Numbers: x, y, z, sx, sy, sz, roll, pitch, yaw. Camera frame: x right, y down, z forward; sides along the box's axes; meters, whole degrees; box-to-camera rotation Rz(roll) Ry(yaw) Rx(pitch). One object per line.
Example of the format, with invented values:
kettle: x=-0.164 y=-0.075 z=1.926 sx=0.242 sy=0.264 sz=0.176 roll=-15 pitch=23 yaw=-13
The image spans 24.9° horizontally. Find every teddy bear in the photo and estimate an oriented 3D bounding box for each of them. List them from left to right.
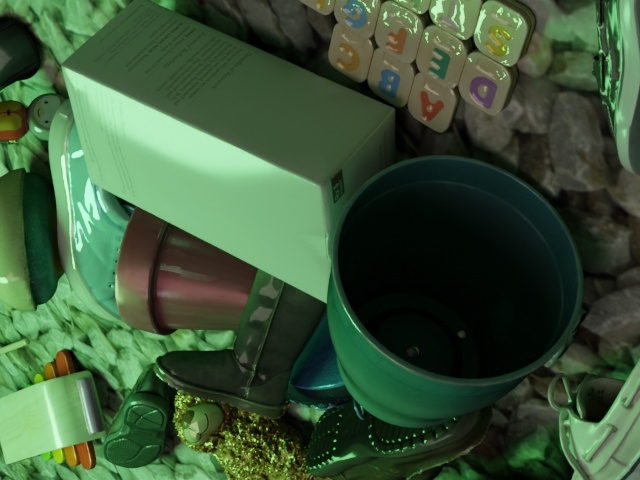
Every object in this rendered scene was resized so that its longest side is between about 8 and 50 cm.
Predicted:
teddy bear: x=-0.085 y=0.317 z=2.140 sx=0.338 sy=0.113 sz=0.245 roll=47 pitch=140 yaw=1

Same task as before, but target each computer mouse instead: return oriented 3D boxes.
computer mouse: x=-0.482 y=-0.217 z=2.102 sx=0.262 sy=0.060 sz=0.184 roll=-5 pitch=118 yaw=46

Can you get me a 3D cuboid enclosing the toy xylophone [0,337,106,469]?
toy xylophone: x=-0.486 y=0.281 z=2.500 sx=0.322 sy=0.081 sz=0.236 roll=-9 pitch=91 yaw=54

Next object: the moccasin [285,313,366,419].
moccasin: x=0.011 y=0.160 z=1.914 sx=0.117 sy=0.138 sz=0.342 roll=34 pitch=166 yaw=-21

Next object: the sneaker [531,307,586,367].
sneaker: x=0.261 y=0.097 z=1.678 sx=0.069 sy=0.038 sz=0.098 roll=36 pitch=131 yaw=17

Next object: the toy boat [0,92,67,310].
toy boat: x=-0.415 y=-0.057 z=2.086 sx=0.267 sy=0.148 sz=0.318 roll=-109 pitch=15 yaw=-61

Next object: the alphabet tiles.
alphabet tiles: x=0.093 y=-0.253 z=1.549 sx=0.284 sy=0.021 sz=0.278 roll=34 pitch=140 yaw=18

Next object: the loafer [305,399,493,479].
loafer: x=0.120 y=0.249 z=1.895 sx=0.130 sy=0.134 sz=0.366 roll=26 pitch=155 yaw=-21

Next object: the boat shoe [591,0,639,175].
boat shoe: x=0.293 y=-0.171 z=1.387 sx=0.076 sy=0.080 sz=0.228 roll=34 pitch=147 yaw=45

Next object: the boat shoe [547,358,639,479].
boat shoe: x=0.326 y=0.201 z=1.623 sx=0.156 sy=0.136 sz=0.367 roll=38 pitch=139 yaw=12

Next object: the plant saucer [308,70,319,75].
plant saucer: x=-0.073 y=-0.193 z=1.764 sx=0.192 sy=0.018 sz=0.067 roll=16 pitch=132 yaw=33

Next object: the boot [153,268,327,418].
boot: x=-0.091 y=0.101 z=1.797 sx=0.189 sy=0.076 sz=0.208 roll=16 pitch=111 yaw=-9

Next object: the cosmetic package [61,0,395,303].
cosmetic package: x=-0.104 y=-0.110 z=1.730 sx=0.385 sy=0.156 sz=0.217 roll=26 pitch=146 yaw=22

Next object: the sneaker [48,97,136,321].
sneaker: x=-0.277 y=-0.020 z=2.015 sx=0.150 sy=0.135 sz=0.366 roll=21 pitch=136 yaw=33

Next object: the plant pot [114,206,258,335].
plant pot: x=-0.147 y=0.037 z=1.909 sx=0.180 sy=0.201 sz=0.201 roll=13 pitch=132 yaw=16

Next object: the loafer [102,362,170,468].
loafer: x=-0.288 y=0.289 z=2.355 sx=0.096 sy=0.084 sz=0.267 roll=17 pitch=146 yaw=-10

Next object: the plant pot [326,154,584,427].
plant pot: x=0.125 y=0.085 z=1.629 sx=0.271 sy=0.271 sz=0.255 roll=39 pitch=152 yaw=11
